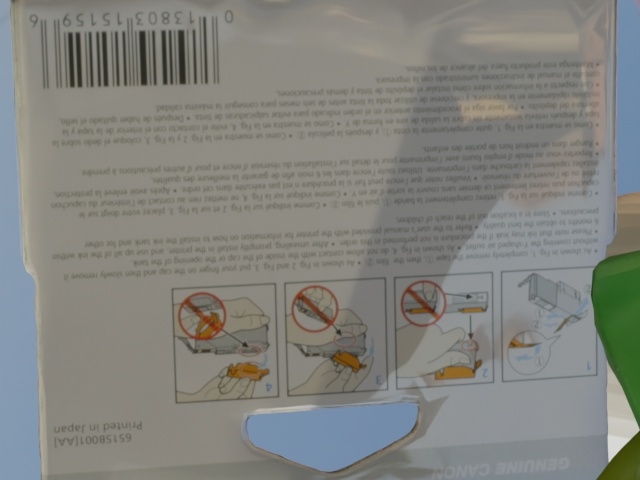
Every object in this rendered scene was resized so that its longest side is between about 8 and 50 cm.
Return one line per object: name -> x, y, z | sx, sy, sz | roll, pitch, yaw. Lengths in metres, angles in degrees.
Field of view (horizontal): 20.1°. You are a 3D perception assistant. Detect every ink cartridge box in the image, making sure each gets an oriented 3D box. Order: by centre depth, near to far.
ink cartridge box -> 0.000, 0.000, 0.835 | 0.275, 0.239, 0.060 | -3, -170, -11

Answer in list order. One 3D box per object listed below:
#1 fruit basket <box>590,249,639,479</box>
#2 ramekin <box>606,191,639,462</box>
fruit basket -> 0.097, 0.122, 0.432 | 0.353, 0.327, 0.165 | -39, -115, 26
ramekin -> 0.301, 0.085, 1.486 | 0.135, 0.277, 0.277 | 5, -134, 35
